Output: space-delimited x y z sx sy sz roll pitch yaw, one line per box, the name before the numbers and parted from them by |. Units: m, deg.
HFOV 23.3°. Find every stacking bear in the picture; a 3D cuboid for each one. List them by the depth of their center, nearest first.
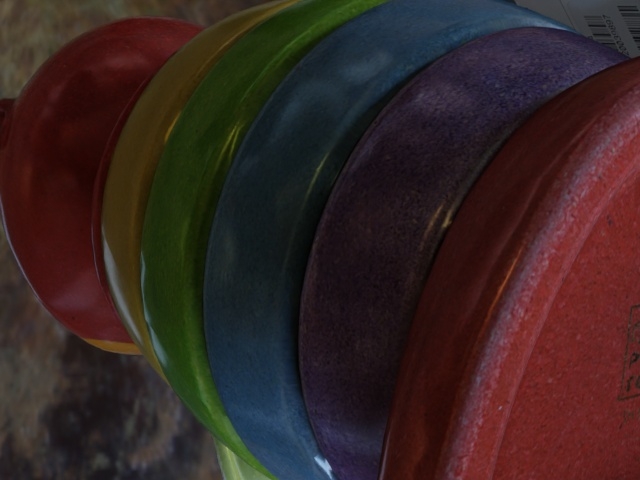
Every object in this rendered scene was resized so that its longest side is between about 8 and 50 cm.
stacking bear | 0.000 0.000 0.481 0.175 0.289 0.164 -8 108 -39

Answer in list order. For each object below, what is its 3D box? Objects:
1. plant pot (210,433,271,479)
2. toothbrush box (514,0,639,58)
plant pot | 0.057 0.109 1.345 0.253 0.276 0.276 -13 105 13
toothbrush box | 0.231 -0.141 0.651 0.295 0.126 0.216 -50 125 -22
